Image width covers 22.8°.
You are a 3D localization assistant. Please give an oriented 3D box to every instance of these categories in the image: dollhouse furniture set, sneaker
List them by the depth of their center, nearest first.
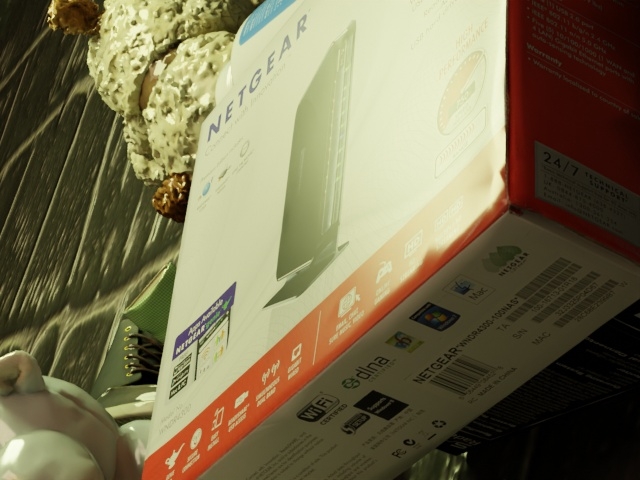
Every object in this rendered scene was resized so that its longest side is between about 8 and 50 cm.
[{"bbox_3d":[-0.083,0.040,1.260,0.151,0.076,0.058,-47,23,14],"label":"dollhouse furniture set"},{"bbox_3d":[-0.148,0.116,1.337,0.222,0.083,0.118,-22,47,61],"label":"sneaker"}]

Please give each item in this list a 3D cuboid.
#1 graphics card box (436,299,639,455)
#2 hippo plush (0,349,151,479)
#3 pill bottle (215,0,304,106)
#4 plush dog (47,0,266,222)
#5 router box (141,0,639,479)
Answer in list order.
[{"bbox_3d":[0.152,-0.044,0.801,0.371,0.094,0.232,-34,37,55],"label":"graphics card box"},{"bbox_3d":[-0.110,0.146,1.008,0.234,0.236,0.294,-54,24,27],"label":"hippo plush"},{"bbox_3d":[0.008,-0.142,1.192,0.221,0.124,0.124,-28,43,57],"label":"pill bottle"},{"bbox_3d":[-0.114,-0.144,1.429,0.225,0.211,0.262,43,108,43],"label":"plush dog"},{"bbox_3d":[0.031,-0.029,0.827,0.335,0.082,0.301,-45,30,43],"label":"router box"}]
